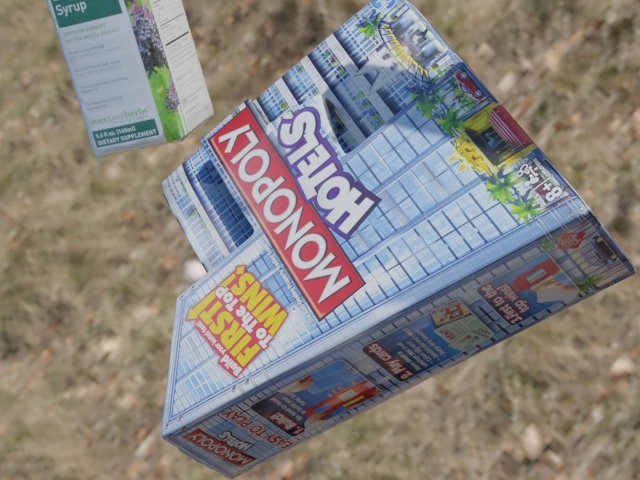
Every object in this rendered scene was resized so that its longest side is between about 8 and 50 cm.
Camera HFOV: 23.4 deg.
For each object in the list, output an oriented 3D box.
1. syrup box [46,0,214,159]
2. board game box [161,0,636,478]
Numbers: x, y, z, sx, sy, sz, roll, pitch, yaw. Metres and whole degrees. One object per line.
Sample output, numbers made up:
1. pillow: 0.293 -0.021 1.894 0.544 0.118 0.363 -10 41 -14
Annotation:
1. syrup box: -0.183 -0.205 1.407 0.093 0.236 0.096 -10 17 19
2. board game box: 0.000 0.000 0.671 0.194 0.060 0.194 -40 49 6
